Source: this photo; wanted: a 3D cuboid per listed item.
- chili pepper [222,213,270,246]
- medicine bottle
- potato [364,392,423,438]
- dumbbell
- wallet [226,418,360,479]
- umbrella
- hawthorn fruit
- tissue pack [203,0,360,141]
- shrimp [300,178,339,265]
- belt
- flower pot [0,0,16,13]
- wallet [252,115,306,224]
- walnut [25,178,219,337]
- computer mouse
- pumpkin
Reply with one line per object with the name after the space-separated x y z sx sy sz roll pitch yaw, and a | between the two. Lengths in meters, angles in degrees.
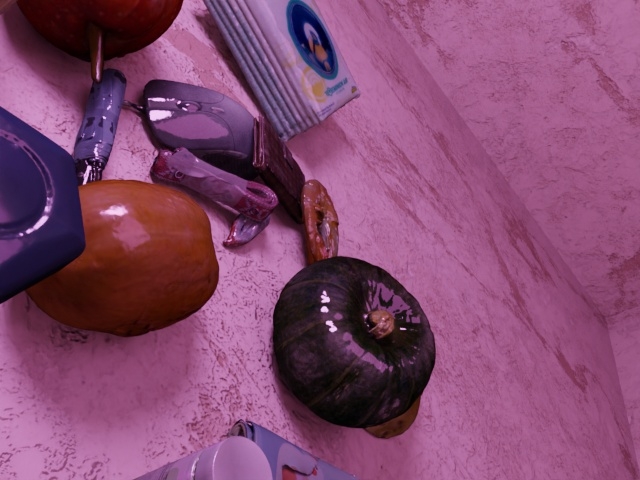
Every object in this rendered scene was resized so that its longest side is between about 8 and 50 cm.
-0.131 -0.029 1.111 0.050 0.041 0.153 24 29 11 | chili pepper
-0.145 0.284 0.666 0.086 0.183 0.086 37 36 -33 | medicine bottle
0.152 0.254 1.205 0.160 0.111 0.272 38 35 -28 | potato
-0.330 0.021 0.491 0.144 0.324 0.160 3 64 -49 | dumbbell
-0.031 0.381 0.862 0.250 0.075 0.176 39 30 -31 | wallet
-0.335 -0.161 0.904 0.053 0.052 0.251 19 55 -26 | umbrella
-0.337 -0.403 0.938 0.284 0.284 0.369 17 58 -49 | hawthorn fruit
-0.083 -0.456 1.412 0.388 0.162 0.287 61 31 -13 | tissue pack
-0.001 0.000 1.222 0.145 0.061 0.267 37 49 -66 | shrimp
-0.182 -0.100 1.057 0.232 0.053 0.071 23 38 -29 | belt
-0.498 -0.425 0.695 0.307 0.307 0.244 5 44 -54 | flower pot
-0.078 -0.134 1.199 0.230 0.042 0.124 50 31 -57 | wallet
-0.232 0.025 0.765 0.297 0.203 0.203 9 56 -57 | walnut
-0.219 -0.219 1.109 0.379 0.090 0.167 10 54 -50 | computer mouse
0.058 0.164 1.036 0.300 0.207 0.300 18 47 -21 | pumpkin
